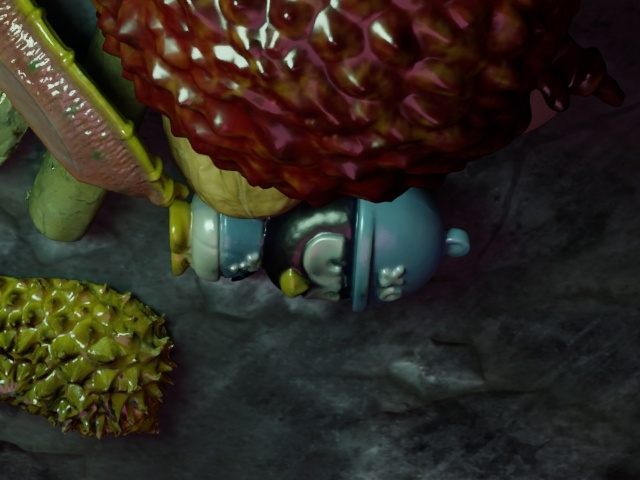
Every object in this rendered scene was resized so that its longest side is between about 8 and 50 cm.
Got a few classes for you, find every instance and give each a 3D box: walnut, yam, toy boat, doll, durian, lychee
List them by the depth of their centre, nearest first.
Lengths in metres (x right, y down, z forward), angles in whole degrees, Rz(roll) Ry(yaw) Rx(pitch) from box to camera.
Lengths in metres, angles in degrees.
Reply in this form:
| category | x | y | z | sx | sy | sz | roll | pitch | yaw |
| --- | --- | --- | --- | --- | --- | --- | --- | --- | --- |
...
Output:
| category | x | y | z | sx | sy | sz | roll | pitch | yaw |
| --- | --- | --- | --- | --- | --- | --- | --- | --- | --- |
| lychee | 0.040 | -0.232 | 1.543 | 0.499 | 0.425 | 0.425 | 19 | 128 | -11 |
| toy boat | -0.237 | -0.146 | 1.733 | 0.099 | 0.141 | 0.318 | -39 | 107 | -21 |
| walnut | -0.070 | -0.118 | 1.811 | 0.165 | 0.165 | 0.197 | -14 | 124 | 5 |
| yam | -0.202 | -0.148 | 1.819 | 0.083 | 0.083 | 0.372 | 13 | 130 | -20 |
| doll | 0.000 | 0.000 | 1.949 | 0.314 | 0.141 | 0.177 | -1 | 146 | -1 |
| durian | -0.302 | 0.132 | 2.046 | 0.341 | 0.112 | 0.191 | 17 | 131 | -20 |

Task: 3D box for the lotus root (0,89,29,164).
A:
| category | x | y | z | sx | sy | sz | roll | pitch | yaw |
| --- | --- | --- | --- | --- | --- | --- | --- | --- | --- |
| lotus root | -0.337 | -0.133 | 1.817 | 0.143 | 0.070 | 0.144 | 30 | 122 | -32 |

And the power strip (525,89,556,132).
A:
| category | x | y | z | sx | sy | sz | roll | pitch | yaw |
| --- | --- | --- | --- | --- | --- | --- | --- | --- | --- |
| power strip | 0.175 | -0.180 | 1.846 | 0.154 | 0.078 | 0.154 | -4 | 134 | -4 |
